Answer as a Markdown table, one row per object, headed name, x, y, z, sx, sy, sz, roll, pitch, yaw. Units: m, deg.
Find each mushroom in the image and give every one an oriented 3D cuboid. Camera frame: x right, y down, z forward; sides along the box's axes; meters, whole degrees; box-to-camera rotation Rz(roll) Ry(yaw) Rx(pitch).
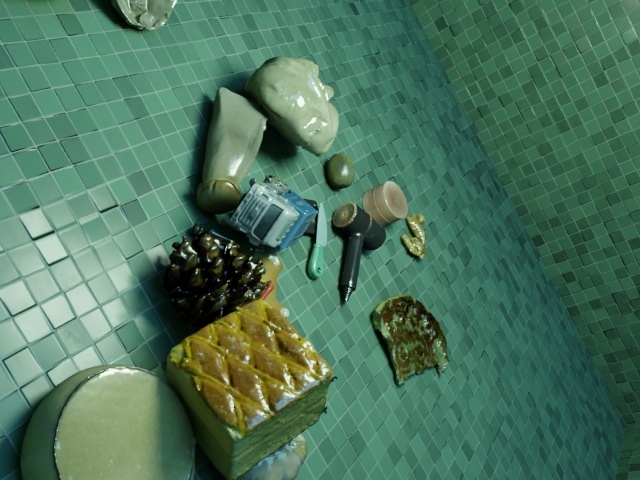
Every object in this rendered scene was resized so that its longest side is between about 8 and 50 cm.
| name | x | y | z | sx | sy | sz | roll | pitch | yaw |
| --- | --- | --- | --- | --- | --- | --- | --- | --- | --- |
| mushroom | -0.250 | -0.254 | 1.886 | 0.154 | 0.137 | 0.407 | 22 | 54 | -25 |

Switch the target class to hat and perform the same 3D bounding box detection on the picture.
| name | x | y | z | sx | sy | sz | roll | pitch | yaw |
| --- | --- | --- | --- | --- | --- | --- | --- | --- | --- |
| hat | -0.533 | -0.696 | 1.856 | 0.244 | 0.149 | 0.214 | 39 | 16 | 32 |

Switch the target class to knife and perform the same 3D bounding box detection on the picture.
| name | x | y | z | sx | sy | sz | roll | pitch | yaw |
| --- | --- | --- | --- | --- | --- | --- | --- | --- | --- |
| knife | 0.001 | 0.001 | 2.115 | 0.063 | 0.034 | 0.260 | 35 | 53 | -40 |

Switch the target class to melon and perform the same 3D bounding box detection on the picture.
| name | x | y | z | sx | sy | sz | roll | pitch | yaw |
| --- | --- | --- | --- | --- | --- | --- | --- | --- | --- |
| melon | 0.070 | -0.242 | 2.319 | 0.098 | 0.098 | 0.131 | 14 | 57 | -47 |

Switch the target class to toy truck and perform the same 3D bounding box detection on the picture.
| name | x | y | z | sx | sy | sz | roll | pitch | yaw |
| --- | --- | --- | --- | --- | --- | --- | --- | --- | --- |
| toy truck | -0.125 | -0.077 | 1.834 | 0.175 | 0.146 | 0.367 | 35 | 11 | 5 |

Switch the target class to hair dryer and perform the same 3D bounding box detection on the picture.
| name | x | y | z | sx | sy | sz | roll | pitch | yaw |
| --- | --- | --- | --- | --- | --- | --- | --- | --- | --- |
| hair dryer | 0.117 | 0.063 | 2.220 | 0.189 | 0.107 | 0.352 | 36 | 53 | -37 |

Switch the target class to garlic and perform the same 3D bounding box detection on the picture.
| name | x | y | z | sx | sy | sz | roll | pitch | yaw |
| --- | --- | --- | --- | --- | --- | --- | --- | --- | --- |
| garlic | -0.148 | 0.486 | 1.571 | 0.227 | 0.152 | 0.228 | 12 | 61 | -22 |

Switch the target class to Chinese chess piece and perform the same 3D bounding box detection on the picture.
| name | x | y | z | sx | sy | sz | roll | pitch | yaw |
| --- | --- | --- | --- | --- | --- | --- | --- | --- | --- |
| Chinese chess piece | -0.404 | 0.411 | 1.305 | 0.338 | 0.140 | 0.338 | 31 | 46 | -38 |

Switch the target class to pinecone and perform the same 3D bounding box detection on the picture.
| name | x | y | z | sx | sy | sz | roll | pitch | yaw |
| --- | --- | --- | --- | --- | --- | --- | --- | --- | --- |
| pinecone | -0.259 | 0.108 | 1.596 | 0.257 | 0.243 | 0.243 | 23 | 46 | -4 |

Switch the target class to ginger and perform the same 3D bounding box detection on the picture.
| name | x | y | z | sx | sy | sz | roll | pitch | yaw |
| --- | --- | --- | --- | --- | --- | --- | --- | --- | --- |
| ginger | 0.372 | -0.014 | 2.610 | 0.193 | 0.052 | 0.176 | -21 | 86 | -46 |

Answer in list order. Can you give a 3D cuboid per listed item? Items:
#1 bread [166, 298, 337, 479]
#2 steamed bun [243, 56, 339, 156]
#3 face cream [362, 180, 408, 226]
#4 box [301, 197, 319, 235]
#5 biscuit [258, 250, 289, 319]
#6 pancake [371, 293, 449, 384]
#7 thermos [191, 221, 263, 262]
| name | x | y | z | sx | sy | sz | roll | pitch | yaw |
| --- | --- | --- | --- | --- | --- | --- | --- | --- | --- |
| bread | -0.160 | 0.313 | 1.456 | 0.279 | 0.207 | 0.279 | -24 | 56 | -32 |
| steamed bun | -0.067 | -0.432 | 2.060 | 0.324 | 0.219 | 0.310 | 41 | 1 | -23 |
| face cream | 0.237 | -0.132 | 2.459 | 0.149 | 0.104 | 0.149 | 29 | 49 | -40 |
| box | -0.043 | -0.076 | 2.138 | 0.125 | 0.027 | 0.126 | 6 | 65 | -50 |
| biscuit | -0.162 | 0.162 | 1.834 | 0.216 | 0.047 | 0.340 | 27 | 50 | -39 |
| pancake | 0.321 | 0.340 | 2.344 | 0.426 | 0.066 | 0.305 | 5 | 74 | -51 |
| thermos | -0.250 | 0.006 | 1.770 | 0.187 | 0.073 | 0.083 | 22 | 83 | -20 |
